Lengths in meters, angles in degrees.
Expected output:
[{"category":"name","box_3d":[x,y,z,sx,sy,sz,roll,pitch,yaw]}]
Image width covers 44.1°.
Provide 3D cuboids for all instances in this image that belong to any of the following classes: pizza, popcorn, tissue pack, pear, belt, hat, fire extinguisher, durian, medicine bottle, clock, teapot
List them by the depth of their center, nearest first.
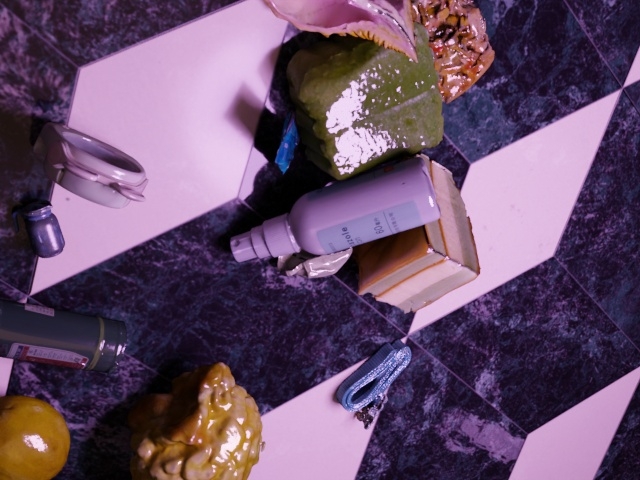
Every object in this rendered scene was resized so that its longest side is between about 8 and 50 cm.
[{"category":"clock","box_3d":[-0.324,-0.100,1.127,0.151,0.191,0.062,24,100,-32]},{"category":"durian","box_3d":[0.036,-0.411,1.190,0.305,0.185,0.196,24,71,-15]},{"category":"teapot","box_3d":[-0.427,-0.018,1.206,0.049,0.063,0.083,-36,126,-45]},{"category":"fire extinguisher","box_3d":[-0.459,0.146,1.232,0.294,0.118,0.093,15,70,-30]},{"category":"tissue pack","box_3d":[-0.052,-0.154,1.264,0.027,0.138,0.085,14,87,3]},{"category":"pear","box_3d":[-0.485,0.324,1.270,0.149,0.149,0.162,-43,133,-3]},{"category":"medicine bottle","box_3d":[0.018,-0.036,1.319,0.351,0.110,0.110,-18,122,11]},{"category":"pizza","box_3d":[0.225,-0.352,1.356,0.147,0.069,0.226,-27,121,-11]},{"category":"popcorn","box_3d":[-0.215,0.334,1.376,0.236,0.206,0.252,-2,102,-10]},{"category":"hat","box_3d":[0.001,-0.005,1.409,0.122,0.081,0.166,15,91,9]},{"category":"belt","box_3d":[0.119,0.283,1.591,0.179,0.065,0.100,-44,113,-1]}]

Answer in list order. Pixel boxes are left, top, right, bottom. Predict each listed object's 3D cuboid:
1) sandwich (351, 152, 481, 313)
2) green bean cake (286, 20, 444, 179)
[{"category":"sandwich","box_3d":[0.158,-0.008,1.458,0.155,0.228,0.198,27,134,-34]},{"category":"green bean cake","box_3d":[0.072,-0.233,1.304,0.248,0.125,0.222,-24,119,-17]}]
